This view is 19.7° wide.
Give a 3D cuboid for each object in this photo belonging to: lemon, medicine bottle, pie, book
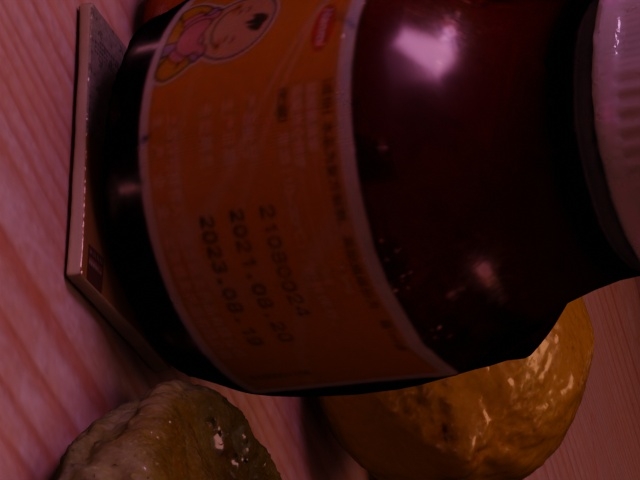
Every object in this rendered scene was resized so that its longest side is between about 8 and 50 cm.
[{"bbox_3d":[0.093,0.074,1.311,0.260,0.204,0.204,-79,154,-60],"label":"lemon"},{"bbox_3d":[0.101,-0.046,0.951,0.242,0.395,0.242,26,60,-59],"label":"medicine bottle"},{"bbox_3d":[-0.050,0.197,0.885,0.277,0.079,0.277,-19,90,-79],"label":"pie"},{"bbox_3d":[-0.107,-0.029,1.006,0.118,0.012,0.172,55,28,-56],"label":"book"}]

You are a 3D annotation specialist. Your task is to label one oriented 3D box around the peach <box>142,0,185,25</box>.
[{"bbox_3d":[-0.074,-0.127,1.105,0.098,0.061,0.098,-31,125,-59],"label":"peach"}]
